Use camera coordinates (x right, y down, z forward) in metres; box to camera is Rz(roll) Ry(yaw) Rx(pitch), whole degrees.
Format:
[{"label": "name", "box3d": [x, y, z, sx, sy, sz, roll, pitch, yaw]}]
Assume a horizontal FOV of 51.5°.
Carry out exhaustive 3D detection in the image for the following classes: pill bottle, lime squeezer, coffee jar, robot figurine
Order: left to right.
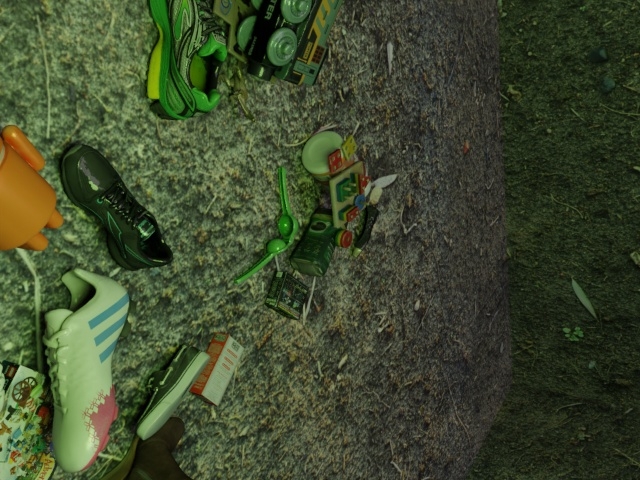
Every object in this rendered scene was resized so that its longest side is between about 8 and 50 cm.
[{"label": "robot figurine", "box3d": [-0.463, -0.070, 0.926, 0.158, 0.128, 0.219, -35, 136, -2]}, {"label": "lime squeezer", "box3d": [-0.106, -0.016, 1.584, 0.110, 0.058, 0.310, 47, 57, -52]}, {"label": "coffee jar", "box3d": [0.000, 0.000, 1.719, 0.184, 0.096, 0.079, -63, 146, -28]}, {"label": "pill bottle", "box3d": [0.050, -0.185, 1.740, 0.216, 0.121, 0.121, 39, 63, -54]}]

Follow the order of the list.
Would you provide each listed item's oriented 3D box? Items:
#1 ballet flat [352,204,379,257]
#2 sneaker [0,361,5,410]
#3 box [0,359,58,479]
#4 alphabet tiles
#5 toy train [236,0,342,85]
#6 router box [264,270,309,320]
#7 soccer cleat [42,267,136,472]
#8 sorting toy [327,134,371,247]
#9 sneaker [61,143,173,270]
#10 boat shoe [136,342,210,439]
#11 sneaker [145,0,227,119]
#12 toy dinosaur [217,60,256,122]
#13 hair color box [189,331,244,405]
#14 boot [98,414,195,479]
[{"label": "ballet flat", "box3d": [0.127, -0.026, 1.982, 0.173, 0.049, 0.057, -68, -170, -22]}, {"label": "sneaker", "box3d": [-0.528, 0.128, 0.895, 0.118, 0.110, 0.292, -37, 118, -40]}, {"label": "box", "box3d": [-0.482, 0.326, 1.051, 0.159, 0.044, 0.233, 47, 57, -51]}, {"label": "alphabet tiles", "box3d": [-0.131, -0.535, 1.449, 0.285, 0.011, 0.343, 21, 72, -57]}, {"label": "toy train", "box3d": [-0.044, -0.480, 1.372, 0.190, 0.142, 0.334, 6, 110, -52]}, {"label": "router box", "box3d": [-0.083, 0.140, 1.667, 0.122, 0.038, 0.092, 41, 61, -53]}, {"label": "soccer cleat", "box3d": [-0.393, 0.194, 1.056, 0.143, 0.116, 0.331, 41, 35, -41]}, {"label": "sorting toy", "box3d": [0.082, -0.121, 1.661, 0.132, 0.046, 0.275, -37, 131, -43]}, {"label": "sneaker", "box3d": [-0.341, -0.055, 1.150, 0.101, 0.106, 0.267, -57, 138, -34]}, {"label": "boat shoe", "box3d": [-0.305, 0.294, 1.312, 0.219, 0.070, 0.078, -54, 172, -46]}, {"label": "sneaker", "box3d": [-0.226, -0.396, 1.230, 0.134, 0.146, 0.344, -8, 102, -58]}, {"label": "toy dinosaur", "box3d": [-0.178, -0.342, 1.425, 0.092, 0.053, 0.183, 12, 70, -69]}, {"label": "hair color box", "box3d": [-0.227, 0.282, 1.456, 0.072, 0.043, 0.141, 55, 52, -47]}, {"label": "boot", "box3d": [-0.284, 0.438, 1.237, 0.248, 0.206, 0.090, -42, 130, -47]}]
